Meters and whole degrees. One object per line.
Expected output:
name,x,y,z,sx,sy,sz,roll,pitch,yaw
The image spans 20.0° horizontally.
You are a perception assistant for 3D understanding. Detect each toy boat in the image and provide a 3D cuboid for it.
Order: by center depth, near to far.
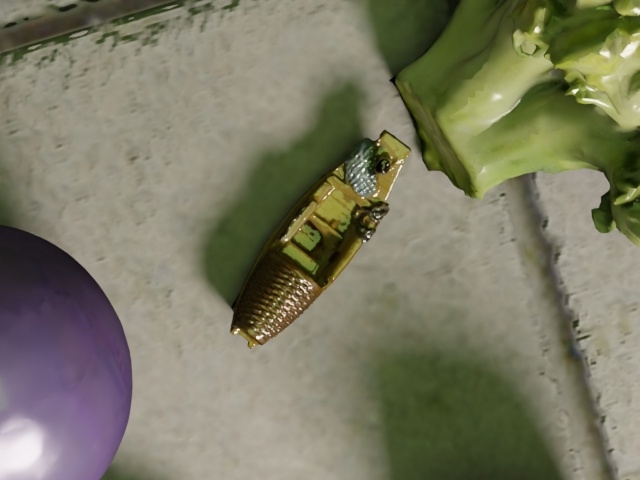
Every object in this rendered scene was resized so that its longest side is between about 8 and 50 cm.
toy boat,0.000,0.000,1.057,0.047,0.049,0.149,39,89,-12

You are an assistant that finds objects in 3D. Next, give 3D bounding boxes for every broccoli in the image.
broccoli,0.145,-0.119,1.000,0.246,0.288,0.248,-35,140,10

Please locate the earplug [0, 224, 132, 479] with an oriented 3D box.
earplug,-0.316,0.127,0.940,0.456,0.215,0.215,-22,101,-11
